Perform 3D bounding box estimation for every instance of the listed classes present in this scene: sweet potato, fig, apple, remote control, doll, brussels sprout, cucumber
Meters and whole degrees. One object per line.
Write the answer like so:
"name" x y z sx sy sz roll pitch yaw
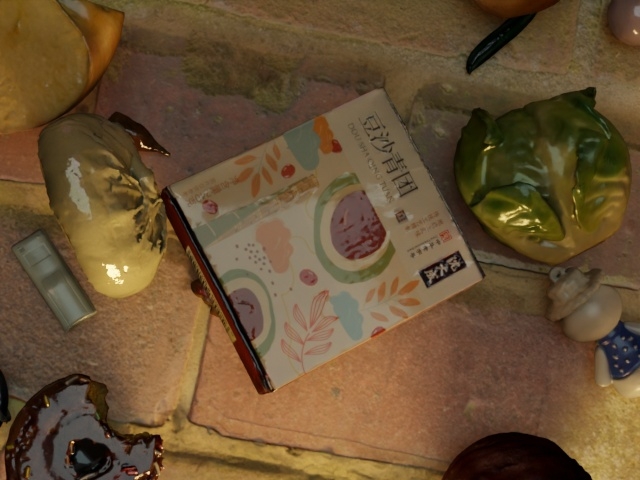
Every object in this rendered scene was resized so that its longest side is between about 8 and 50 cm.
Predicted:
"sweet potato" -0.292 -0.163 1.710 0.117 0.049 0.049 28 79 -13
"fig" 0.294 0.393 1.601 0.263 0.224 0.224 -3 82 -4
"apple" -0.459 -0.304 1.595 0.309 0.252 0.314 21 55 0
"remote control" -0.415 0.061 1.665 0.061 0.029 0.162 -34 86 -12
"doll" 0.465 0.154 1.716 0.138 0.119 0.293 -43 93 5
"doll" 0.515 -0.475 1.823 0.160 0.094 0.365 -27 86 -17
"brussels sprout" 0.353 -0.103 1.685 0.259 0.227 0.294 -31 94 4
"cucumber" 0.309 -0.348 1.808 0.184 0.036 0.033 -41 80 -12

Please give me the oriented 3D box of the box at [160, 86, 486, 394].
"box" 0.000 0.000 1.664 0.385 0.122 0.344 -26 85 -14

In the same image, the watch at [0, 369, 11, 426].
"watch" -0.565 0.233 1.604 0.206 0.068 0.193 28 80 0

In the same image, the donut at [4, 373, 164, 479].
"donut" -0.352 0.323 1.599 0.230 0.096 0.216 30 82 -2

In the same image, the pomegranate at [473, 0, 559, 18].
"pomegranate" 0.330 -0.480 1.740 0.233 0.233 0.233 1 81 -6

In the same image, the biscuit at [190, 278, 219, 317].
"biscuit" -0.138 0.062 1.702 0.119 0.019 0.130 23 79 -3

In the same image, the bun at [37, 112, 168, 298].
"bun" -0.304 -0.057 1.567 0.146 0.287 0.287 -19 84 -2
